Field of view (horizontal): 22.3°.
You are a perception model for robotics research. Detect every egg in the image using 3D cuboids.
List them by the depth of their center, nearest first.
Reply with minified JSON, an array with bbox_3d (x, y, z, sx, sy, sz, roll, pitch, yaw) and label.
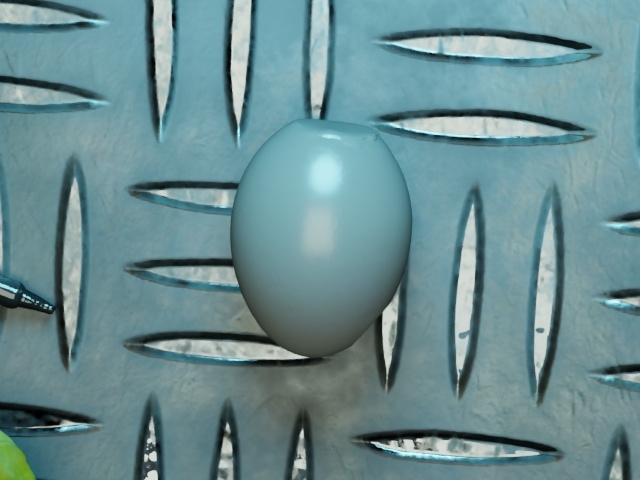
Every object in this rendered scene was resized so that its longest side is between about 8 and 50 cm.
[{"bbox_3d":[0.000,0.000,1.570,0.176,0.176,0.232,4,98,2],"label":"egg"}]

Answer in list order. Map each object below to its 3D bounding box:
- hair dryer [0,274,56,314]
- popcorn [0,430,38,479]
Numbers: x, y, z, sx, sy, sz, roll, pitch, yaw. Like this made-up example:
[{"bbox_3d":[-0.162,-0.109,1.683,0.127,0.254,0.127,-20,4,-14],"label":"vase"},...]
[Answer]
[{"bbox_3d":[-0.377,0.051,1.662,0.195,0.050,0.173,35,100,-6],"label":"hair dryer"},{"bbox_3d":[-0.383,0.310,1.607,0.224,0.270,0.258,12,143,0],"label":"popcorn"}]
